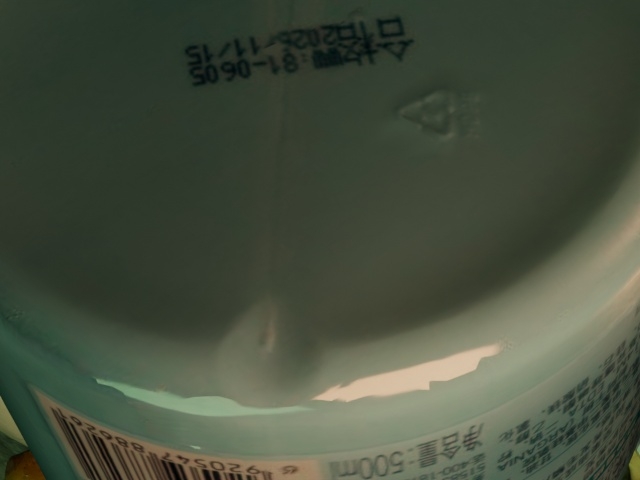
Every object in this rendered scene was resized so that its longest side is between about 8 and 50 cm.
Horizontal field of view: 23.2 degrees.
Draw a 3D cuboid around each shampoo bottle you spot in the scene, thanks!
[{"bbox_3d":[0.000,0.000,0.730,0.331,0.331,0.342,19,154,14],"label":"shampoo bottle"}]

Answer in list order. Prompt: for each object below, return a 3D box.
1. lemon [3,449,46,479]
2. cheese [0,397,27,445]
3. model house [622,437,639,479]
[{"bbox_3d":[-0.293,0.328,1.856,0.181,0.180,0.193,12,161,28],"label":"lemon"},{"bbox_3d":[-0.219,0.087,1.313,0.154,0.189,0.198,-24,135,18],"label":"cheese"},{"bbox_3d":[0.269,0.133,0.929,0.214,0.195,0.189,12,145,22],"label":"model house"}]
